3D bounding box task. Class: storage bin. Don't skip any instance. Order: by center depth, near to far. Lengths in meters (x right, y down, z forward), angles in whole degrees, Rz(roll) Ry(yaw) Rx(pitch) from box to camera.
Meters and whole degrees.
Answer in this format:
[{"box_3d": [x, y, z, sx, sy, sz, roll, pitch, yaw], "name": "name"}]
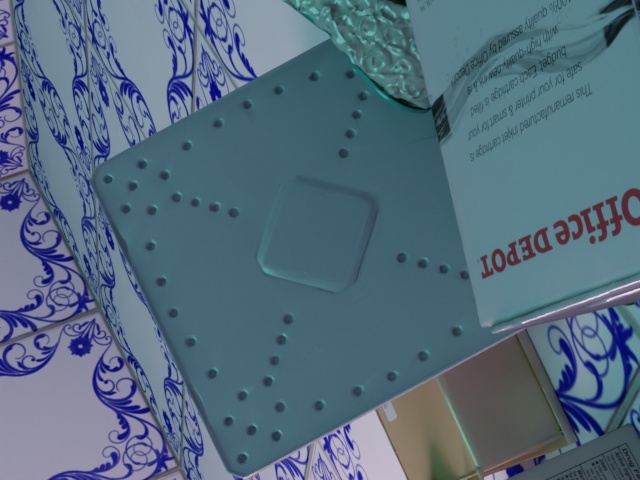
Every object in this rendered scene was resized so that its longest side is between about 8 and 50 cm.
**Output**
[{"box_3d": [0.142, 0.157, 1.673, 0.262, 0.123, 0.260, 65, 160, 10], "name": "storage bin"}]

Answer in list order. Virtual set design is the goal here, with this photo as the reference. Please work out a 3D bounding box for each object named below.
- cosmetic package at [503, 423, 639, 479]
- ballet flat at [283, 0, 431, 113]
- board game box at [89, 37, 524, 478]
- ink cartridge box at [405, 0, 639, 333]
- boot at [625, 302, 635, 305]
[{"box_3d": [0.197, 0.317, 1.408, 0.160, 0.309, 0.113, 65, 159, 17], "name": "cosmetic package"}, {"box_3d": [0.019, -0.296, 1.528, 0.409, 0.147, 0.147, 43, 150, 26], "name": "ballet flat"}, {"box_3d": [0.000, 0.000, 1.540, 0.390, 0.390, 0.050, 62, -179, 20], "name": "board game box"}, {"box_3d": [0.202, -0.155, 1.039, 0.285, 0.166, 0.395, 149, 111, -65], "name": "ink cartridge box"}, {"box_3d": [0.220, -0.047, 1.327, 0.165, 0.077, 0.213, 32, 149, 60], "name": "boot"}]
